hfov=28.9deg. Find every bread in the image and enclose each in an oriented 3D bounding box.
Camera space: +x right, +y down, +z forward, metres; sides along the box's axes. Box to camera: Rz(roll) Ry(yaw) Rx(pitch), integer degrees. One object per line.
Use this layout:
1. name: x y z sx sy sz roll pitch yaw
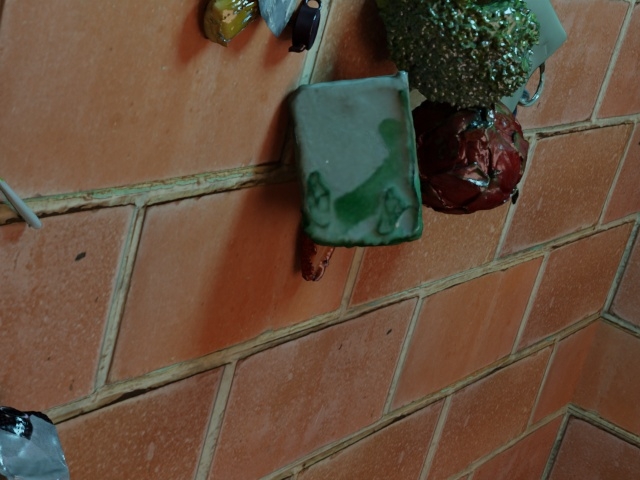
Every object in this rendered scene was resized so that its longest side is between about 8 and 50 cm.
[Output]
1. bread: -0.117 -0.316 1.707 0.106 0.053 0.072 -48 152 -37

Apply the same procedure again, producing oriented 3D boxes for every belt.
1. belt: -0.438 0.355 1.585 0.164 0.184 0.289 11 98 -56

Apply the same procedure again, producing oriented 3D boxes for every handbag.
1. handbag: 0.388 -0.363 2.387 0.241 0.109 0.315 -52 135 -15

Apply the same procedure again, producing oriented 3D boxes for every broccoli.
1. broccoli: 0.218 -0.345 2.054 0.235 0.260 0.288 -38 143 -15

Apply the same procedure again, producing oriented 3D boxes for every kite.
1. kite: -0.019 -0.437 1.772 0.310 0.015 0.169 -61 158 -25

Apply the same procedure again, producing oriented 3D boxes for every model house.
1. model house: 0.071 -0.125 2.073 0.325 0.194 0.267 -17 101 -83

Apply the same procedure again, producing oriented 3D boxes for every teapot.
1. teapot: -0.026 -0.324 1.862 0.068 0.045 0.100 103 3 -72

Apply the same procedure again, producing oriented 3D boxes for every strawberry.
1. strawberry: -0.003 -0.001 2.161 0.104 0.048 0.152 -5 121 -64

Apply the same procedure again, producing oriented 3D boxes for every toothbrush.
1. toothbrush: -0.397 -0.078 1.464 0.026 0.022 0.263 -44 148 -10

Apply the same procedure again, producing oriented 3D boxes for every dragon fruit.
1. dragon fruit: 0.258 -0.158 2.258 0.244 0.244 0.299 -58 168 -11

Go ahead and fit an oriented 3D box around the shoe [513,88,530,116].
1. shoe: 0.397 -0.303 2.557 0.064 0.071 0.143 -42 146 -35
